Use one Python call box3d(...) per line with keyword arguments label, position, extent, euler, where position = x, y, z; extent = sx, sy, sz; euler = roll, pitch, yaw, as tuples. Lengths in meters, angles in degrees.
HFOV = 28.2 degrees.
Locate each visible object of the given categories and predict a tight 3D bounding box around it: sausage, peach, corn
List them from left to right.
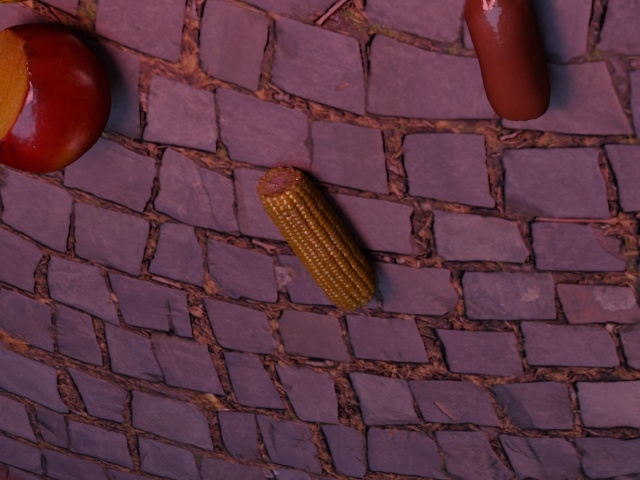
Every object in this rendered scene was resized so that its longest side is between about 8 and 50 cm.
box3d(label="peach", position=(-0.373, -0.187, 1.667), extent=(0.190, 0.190, 0.192), euler=(4, 153, 23))
box3d(label="corn", position=(0.000, 0.000, 1.781), extent=(0.081, 0.081, 0.248), euler=(-8, 131, 34))
box3d(label="sausage", position=(0.212, -0.212, 1.432), extent=(0.077, 0.077, 0.194), euler=(1, 136, 26))

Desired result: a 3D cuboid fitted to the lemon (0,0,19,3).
box3d(label="lemon", position=(-0.362, -0.389, 1.356), extent=(0.257, 0.258, 0.310), euler=(0, 160, 27))
